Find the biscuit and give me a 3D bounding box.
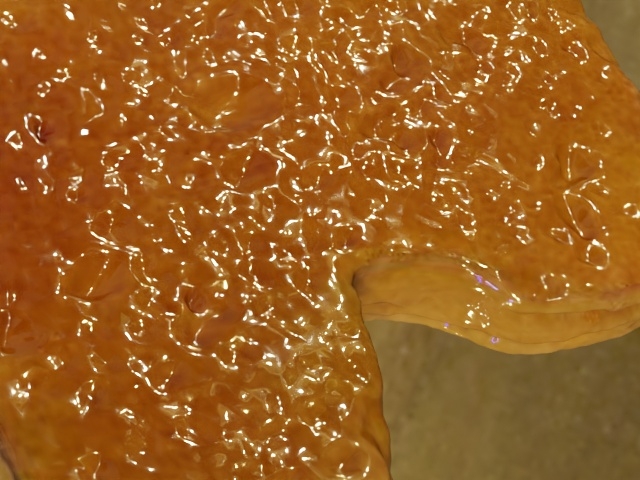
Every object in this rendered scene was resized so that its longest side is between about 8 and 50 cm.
[{"bbox_3d":[0.000,0.001,0.638,0.262,0.277,0.052,61,151,31],"label":"biscuit"}]
